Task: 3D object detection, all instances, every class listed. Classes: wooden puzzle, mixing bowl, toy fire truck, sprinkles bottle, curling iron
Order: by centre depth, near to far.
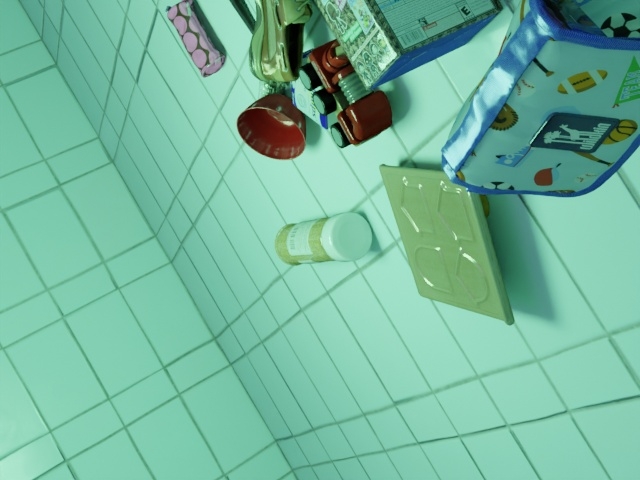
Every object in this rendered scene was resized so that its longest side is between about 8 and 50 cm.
[{"bbox_3d":[0.087,-0.328,1.800,0.217,0.158,0.246,62,165,1],"label":"toy fire truck"},{"bbox_3d":[0.272,-0.008,1.837,0.348,0.080,0.322,20,133,61],"label":"wooden puzzle"},{"bbox_3d":[-0.221,-0.622,2.177,0.274,0.035,0.068,64,155,-6],"label":"curling iron"},{"bbox_3d":[-0.107,-0.296,2.187,0.181,0.098,0.181,16,147,11],"label":"mixing bowl"},{"bbox_3d":[0.000,0.000,2.300,0.355,0.121,0.121,-7,109,64],"label":"sprinkles bottle"}]

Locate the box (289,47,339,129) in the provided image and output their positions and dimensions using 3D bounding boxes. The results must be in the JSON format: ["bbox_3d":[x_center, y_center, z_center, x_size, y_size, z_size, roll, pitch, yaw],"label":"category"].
[{"bbox_3d":[-0.001,-0.344,2.005,0.137,0.072,0.126,41,149,36],"label":"box"}]

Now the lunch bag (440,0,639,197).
[{"bbox_3d":[0.346,-0.228,1.094,0.239,0.385,0.328,54,153,17],"label":"lunch bag"}]

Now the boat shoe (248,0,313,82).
[{"bbox_3d":[-0.071,-0.499,1.909,0.119,0.122,0.324,17,117,25],"label":"boat shoe"}]

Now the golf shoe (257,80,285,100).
[{"bbox_3d":[-0.127,-0.392,2.229,0.176,0.069,0.086,115,144,-58],"label":"golf shoe"}]

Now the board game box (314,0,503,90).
[{"bbox_3d":[0.119,-0.441,1.485,0.291,0.232,0.141,61,155,4],"label":"board game box"}]

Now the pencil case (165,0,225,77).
[{"bbox_3d":[-0.337,-0.555,2.410,0.098,0.095,0.209,-33,88,49],"label":"pencil case"}]
